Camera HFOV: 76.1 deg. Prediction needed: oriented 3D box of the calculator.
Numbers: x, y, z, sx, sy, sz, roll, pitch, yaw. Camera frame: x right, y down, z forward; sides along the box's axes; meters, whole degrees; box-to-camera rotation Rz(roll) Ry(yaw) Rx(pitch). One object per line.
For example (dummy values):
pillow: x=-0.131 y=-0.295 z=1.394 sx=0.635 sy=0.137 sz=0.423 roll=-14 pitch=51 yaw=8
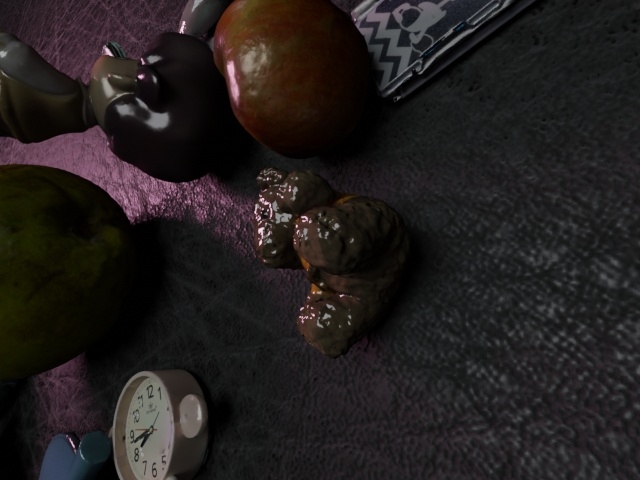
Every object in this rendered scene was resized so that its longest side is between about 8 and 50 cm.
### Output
calculator: x=0.156 y=-0.284 z=0.446 sx=0.274 sy=0.028 sz=0.165 roll=-32 pitch=56 yaw=24

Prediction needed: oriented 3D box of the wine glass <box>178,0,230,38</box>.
wine glass: x=-0.244 y=-0.395 z=0.761 sx=0.198 sy=0.066 sz=0.066 roll=-43 pitch=55 yaw=20

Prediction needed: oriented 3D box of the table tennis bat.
table tennis bat: x=-0.387 y=0.392 z=0.626 sx=0.329 sy=0.044 sz=0.215 roll=-53 pitch=50 yaw=27

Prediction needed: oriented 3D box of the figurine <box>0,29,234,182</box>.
figurine: x=-0.301 y=-0.205 z=0.587 sx=0.218 sy=0.365 sz=0.206 roll=118 pitch=158 yaw=-53

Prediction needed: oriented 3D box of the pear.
pear: x=-0.500 y=0.046 z=0.668 sx=0.414 sy=0.352 sz=0.351 roll=-24 pitch=63 yaw=20

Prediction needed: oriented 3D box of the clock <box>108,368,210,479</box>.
clock: x=-0.214 y=0.255 z=0.550 sx=0.229 sy=0.063 sz=0.155 roll=-32 pitch=62 yaw=31

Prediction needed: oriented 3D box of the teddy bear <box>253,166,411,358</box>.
teddy bear: x=0.000 y=0.000 z=0.420 sx=0.140 sy=0.177 sz=0.190 roll=-33 pitch=45 yaw=-30

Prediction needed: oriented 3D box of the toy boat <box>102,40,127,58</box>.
toy boat: x=-0.435 y=-0.367 z=0.901 sx=0.059 sy=0.066 sz=0.139 roll=-11 pitch=99 yaw=24

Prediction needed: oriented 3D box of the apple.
apple: x=-0.033 y=-0.189 z=0.457 sx=0.160 sy=0.173 sz=0.195 roll=-55 pitch=44 yaw=33

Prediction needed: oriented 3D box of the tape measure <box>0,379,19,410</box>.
tape measure: x=-0.804 y=0.303 z=0.859 sx=0.275 sy=0.256 sz=0.147 roll=-40 pitch=52 yaw=16
